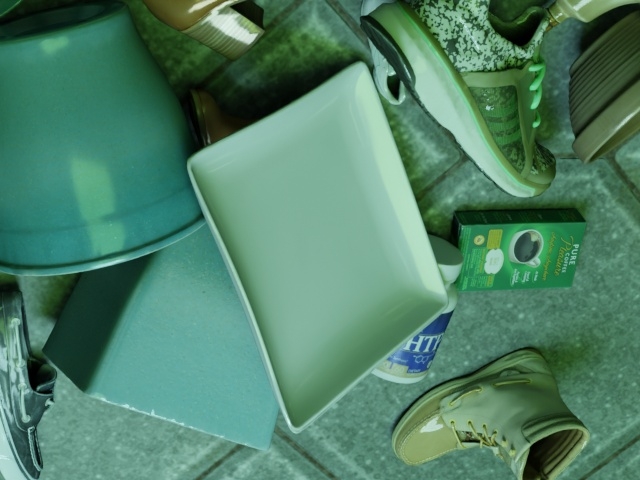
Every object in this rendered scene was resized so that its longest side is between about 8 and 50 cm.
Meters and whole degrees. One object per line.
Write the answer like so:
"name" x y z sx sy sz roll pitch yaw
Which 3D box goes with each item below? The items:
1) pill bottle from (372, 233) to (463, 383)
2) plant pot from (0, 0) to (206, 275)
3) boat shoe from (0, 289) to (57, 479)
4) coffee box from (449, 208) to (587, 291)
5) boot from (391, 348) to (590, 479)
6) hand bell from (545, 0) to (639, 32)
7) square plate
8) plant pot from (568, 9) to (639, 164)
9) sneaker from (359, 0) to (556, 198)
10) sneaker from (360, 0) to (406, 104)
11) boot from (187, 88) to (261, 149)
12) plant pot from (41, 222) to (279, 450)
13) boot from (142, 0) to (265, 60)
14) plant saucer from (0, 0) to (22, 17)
"pill bottle" 0.124 0.090 1.903 0.112 0.112 0.187 9 118 -20
"plant pot" -0.275 -0.130 1.589 0.271 0.272 0.255 -13 110 -6
"boat shoe" -0.395 0.198 1.845 0.102 0.108 0.301 -12 116 -6
"coffee box" 0.268 0.014 1.936 0.184 0.040 0.113 -3 122 -12
"boot" 0.239 0.283 1.995 0.262 0.203 0.095 -28 123 2
"hand bell" 0.280 -0.271 1.742 0.242 0.126 0.126 -38 123 23
"square plate" 0.000 0.000 1.685 0.344 0.049 0.347 -35 110 -44
"plant pot" 0.391 -0.210 1.759 0.237 0.237 0.110 -42 81 12
"sneaker" 0.222 -0.190 1.685 0.182 0.158 0.410 -39 143 11
"sneaker" 0.087 -0.238 1.724 0.053 0.061 0.152 -15 122 -3
"boot" -0.073 -0.136 1.741 0.152 0.073 0.197 -23 134 1
"plant pot" -0.167 0.084 1.750 0.247 0.247 0.252 21 90 -25
"boot" -0.105 -0.364 1.584 0.220 0.109 0.283 35 115 -25
"plant saucer" -0.425 -0.367 1.487 0.317 0.044 0.318 -14 124 -22
